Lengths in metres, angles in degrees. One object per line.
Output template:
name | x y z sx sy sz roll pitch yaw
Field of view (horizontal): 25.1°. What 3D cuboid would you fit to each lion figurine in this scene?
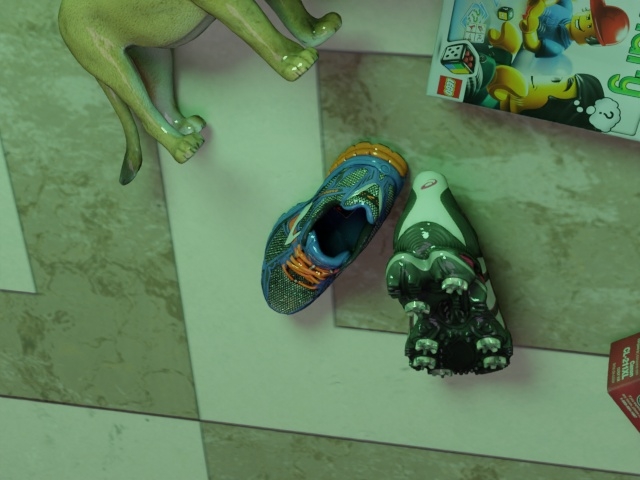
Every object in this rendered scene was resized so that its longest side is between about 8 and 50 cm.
lion figurine | -0.133 -0.209 1.215 0.240 0.142 0.392 46 130 -12

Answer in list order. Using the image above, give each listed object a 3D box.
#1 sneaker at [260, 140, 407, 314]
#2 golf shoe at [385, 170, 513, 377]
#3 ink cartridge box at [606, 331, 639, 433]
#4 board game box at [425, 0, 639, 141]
sneaker | 0.000 0.000 1.374 0.083 0.087 0.221 29 130 -7
golf shoe | 0.128 0.045 1.372 0.105 0.120 0.273 -2 150 10
ink cartridge box | 0.383 0.133 1.379 0.175 0.072 0.127 -26 116 32
board game box | 0.204 -0.232 1.149 0.193 0.053 0.305 12 130 6
